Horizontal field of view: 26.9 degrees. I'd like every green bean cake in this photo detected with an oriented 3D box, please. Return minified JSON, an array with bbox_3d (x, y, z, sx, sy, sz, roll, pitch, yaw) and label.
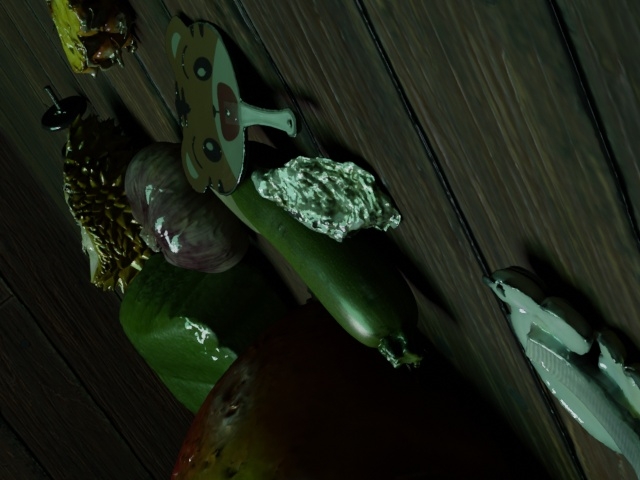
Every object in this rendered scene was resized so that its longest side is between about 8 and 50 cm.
[{"bbox_3d":[-0.118,0.120,1.585,0.248,0.125,0.222,4,138,52],"label":"green bean cake"}]

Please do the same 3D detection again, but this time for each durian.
[{"bbox_3d":[-0.244,-0.049,1.665,0.137,0.183,0.250,7,146,16],"label":"durian"}]

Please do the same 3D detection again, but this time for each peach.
[{"bbox_3d":[0.025,0.240,1.227,0.417,0.353,0.339,-79,-22,-47],"label":"peach"}]

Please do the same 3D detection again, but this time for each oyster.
[{"bbox_3d":[0.005,-0.031,0.995,0.098,0.037,0.100,41,152,-15],"label":"oyster"}]

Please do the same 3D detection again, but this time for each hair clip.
[{"bbox_3d":[0.163,0.091,0.804,0.172,0.049,0.116,47,162,32],"label":"hair clip"}]

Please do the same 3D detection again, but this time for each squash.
[{"bbox_3d":[0.000,0.000,1.072,0.258,0.069,0.069,47,166,28],"label":"squash"}]

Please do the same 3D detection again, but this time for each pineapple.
[{"bbox_3d":[-0.221,-0.225,1.277,0.116,0.069,0.137,54,159,19],"label":"pineapple"}]

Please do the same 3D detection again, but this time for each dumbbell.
[{"bbox_3d":[-0.335,-0.152,1.823,0.069,0.069,0.147,36,160,50],"label":"dumbbell"}]

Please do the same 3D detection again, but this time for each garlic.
[{"bbox_3d":[-0.149,-0.031,1.431,0.147,0.102,0.159,39,161,48],"label":"garlic"}]

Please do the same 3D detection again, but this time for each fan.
[{"bbox_3d":[-0.071,-0.104,1.064,0.226,0.008,0.153,15,114,59],"label":"fan"}]

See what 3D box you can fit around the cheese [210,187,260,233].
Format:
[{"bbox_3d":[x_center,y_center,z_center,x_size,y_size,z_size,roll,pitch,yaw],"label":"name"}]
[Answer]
[{"bbox_3d":[-0.051,-0.028,1.241,0.192,0.037,0.097,46,167,28],"label":"cheese"}]
